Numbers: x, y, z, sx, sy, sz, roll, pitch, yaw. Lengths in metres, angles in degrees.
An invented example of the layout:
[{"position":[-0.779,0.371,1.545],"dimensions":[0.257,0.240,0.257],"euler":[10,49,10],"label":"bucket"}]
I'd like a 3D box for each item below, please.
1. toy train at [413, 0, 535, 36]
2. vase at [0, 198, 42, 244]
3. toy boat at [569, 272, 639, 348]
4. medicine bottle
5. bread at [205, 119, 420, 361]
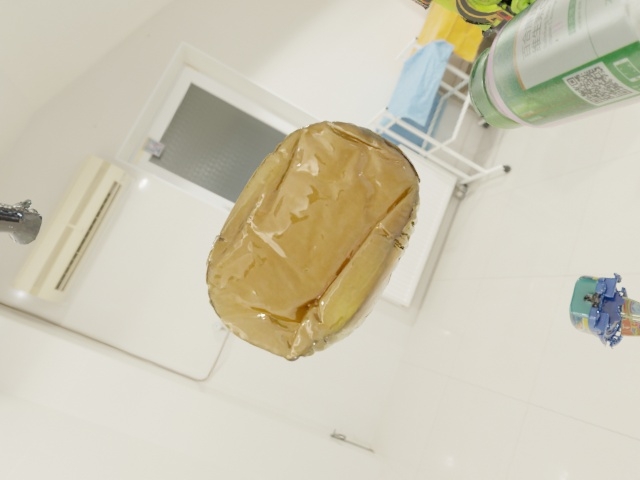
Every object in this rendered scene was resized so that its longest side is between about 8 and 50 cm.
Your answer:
[{"position":[0.304,-0.499,0.862],"dimensions":[0.160,0.296,0.101],"euler":[-35,39,61],"label":"toy train"},{"position":[-0.384,-0.031,0.454],"dimensions":[0.120,0.120,0.183],"euler":[-62,-23,7],"label":"vase"},{"position":[0.396,0.101,0.570],"dimensions":[0.110,0.175,0.091],"euler":[11,80,42],"label":"toy boat"},{"position":[0.257,-0.186,0.431],"dimensions":[0.134,0.133,0.274],"euler":[-64,9,-2],"label":"medicine bottle"},{"position":[0.000,0.000,0.560],"dimensions":[0.288,0.204,0.156],"euler":[-65,-10,6],"label":"bread"}]
